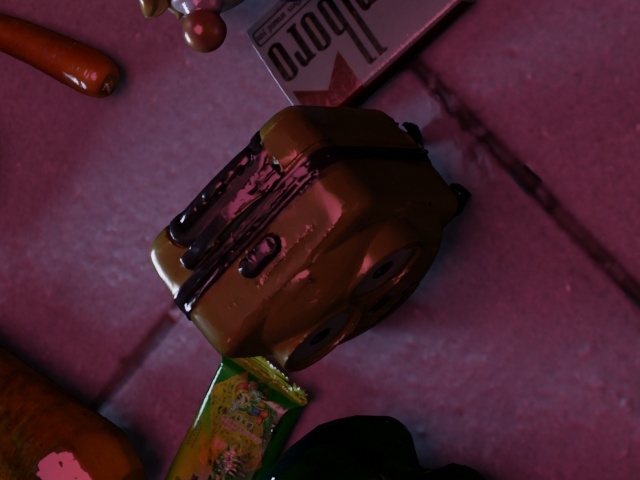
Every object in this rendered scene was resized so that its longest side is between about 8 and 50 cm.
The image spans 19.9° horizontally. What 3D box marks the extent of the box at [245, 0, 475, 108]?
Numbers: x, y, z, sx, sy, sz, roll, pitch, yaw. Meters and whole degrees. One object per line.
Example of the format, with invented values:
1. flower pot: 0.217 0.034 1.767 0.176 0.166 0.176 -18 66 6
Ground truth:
1. box: 0.032 -0.187 1.537 0.177 0.036 0.115 -40 73 24

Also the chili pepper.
1. chili pepper: 0.022 0.280 1.457 0.233 0.248 0.257 30 104 -2

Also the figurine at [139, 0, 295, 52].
1. figurine: -0.053 -0.267 1.521 0.274 0.133 0.194 -21 78 31

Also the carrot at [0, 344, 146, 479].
1. carrot: -0.290 0.163 1.685 0.301 0.114 0.114 32 106 26

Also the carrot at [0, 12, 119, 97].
1. carrot: -0.283 -0.188 1.709 0.247 0.043 0.043 25 104 27

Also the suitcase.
1. suitcase: 0.000 0.000 1.448 0.194 0.235 0.143 -46 71 22

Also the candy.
1. candy: -0.081 0.182 1.615 0.102 0.032 0.178 33 107 24
